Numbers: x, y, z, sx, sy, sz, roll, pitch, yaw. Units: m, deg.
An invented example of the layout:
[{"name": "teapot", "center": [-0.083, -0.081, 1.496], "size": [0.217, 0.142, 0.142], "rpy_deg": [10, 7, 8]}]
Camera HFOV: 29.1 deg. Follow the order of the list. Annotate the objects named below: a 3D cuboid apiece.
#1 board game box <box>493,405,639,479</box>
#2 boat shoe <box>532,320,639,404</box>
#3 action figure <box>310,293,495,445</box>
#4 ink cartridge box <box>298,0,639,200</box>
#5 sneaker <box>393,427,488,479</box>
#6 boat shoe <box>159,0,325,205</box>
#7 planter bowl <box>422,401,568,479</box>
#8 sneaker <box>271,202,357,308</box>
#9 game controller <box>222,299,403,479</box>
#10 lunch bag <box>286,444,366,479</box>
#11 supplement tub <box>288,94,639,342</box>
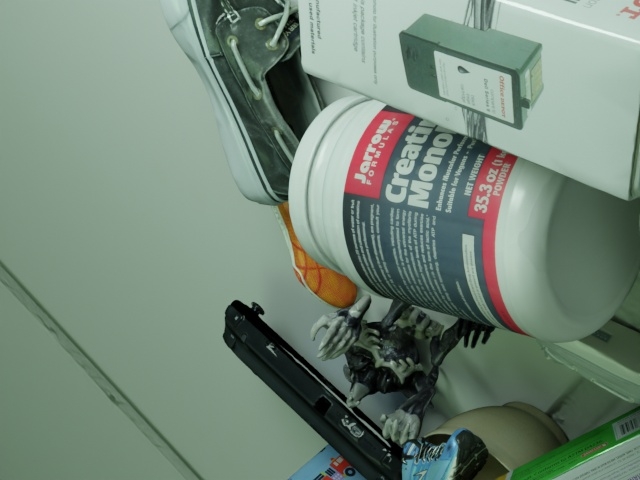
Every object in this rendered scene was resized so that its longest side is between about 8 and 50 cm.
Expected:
[{"name": "board game box", "center": [0.299, 0.337, 1.158], "size": [0.242, 0.064, 0.316], "rpy_deg": [-30, 97, 13]}, {"name": "boat shoe", "center": [0.236, 0.092, 1.155], "size": [0.184, 0.066, 0.063], "rpy_deg": [25, 137, 21]}, {"name": "action figure", "center": [0.071, 0.119, 1.301], "size": [0.164, 0.141, 0.276], "rpy_deg": [41, 142, 5]}, {"name": "ink cartridge box", "center": [0.158, -0.168, 0.883], "size": [0.289, 0.211, 0.121], "rpy_deg": [26, 136, 33]}, {"name": "sneaker", "center": [0.108, 0.226, 1.221], "size": [0.073, 0.063, 0.162], "rpy_deg": [47, 145, 15]}, {"name": "boat shoe", "center": [-0.059, -0.195, 1.224], "size": [0.119, 0.121, 0.335], "rpy_deg": [-6, 119, 31]}, {"name": "planter bowl", "center": [0.193, 0.236, 1.281], "size": [0.162, 0.109, 0.162], "rpy_deg": [31, 140, 30]}, {"name": "sneaker", "center": [0.000, 0.000, 1.349], "size": [0.067, 0.064, 0.175], "rpy_deg": [-8, 116, 42]}, {"name": "game controller", "center": [0.010, 0.191, 1.460], "size": [0.319, 0.067, 0.166], "rpy_deg": [41, 180, 25]}, {"name": "lunch bag", "center": [0.070, 0.393, 1.464], "size": [0.293, 0.221, 0.138], "rpy_deg": [26, 137, 35]}, {"name": "supplement tub", "center": [0.124, -0.030, 1.058], "size": [0.272, 0.191, 0.191], "rpy_deg": [13, 129, 43]}]
